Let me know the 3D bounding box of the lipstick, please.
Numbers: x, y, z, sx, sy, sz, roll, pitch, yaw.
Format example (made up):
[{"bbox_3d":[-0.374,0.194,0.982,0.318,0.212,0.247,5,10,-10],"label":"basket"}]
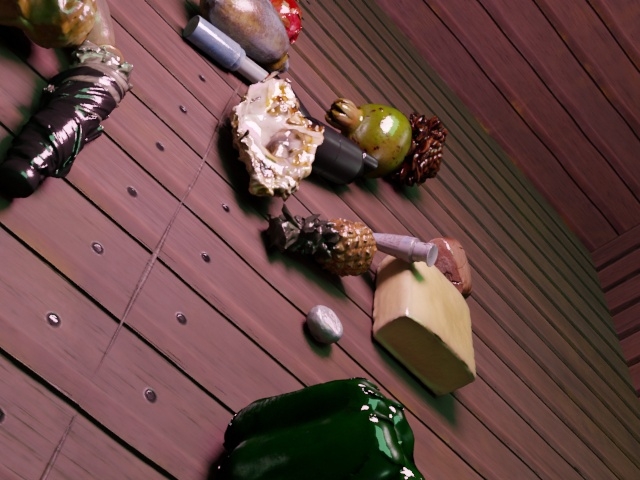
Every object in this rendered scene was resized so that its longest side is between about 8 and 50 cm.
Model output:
[{"bbox_3d":[-0.193,-0.418,1.819,0.274,0.061,0.068,32,22,-38],"label":"lipstick"}]

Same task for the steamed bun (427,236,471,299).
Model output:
[{"bbox_3d":[0.331,0.079,2.061,0.145,0.106,0.175,-4,75,-66],"label":"steamed bun"}]

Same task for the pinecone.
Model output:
[{"bbox_3d":[0.250,-0.260,2.226,0.221,0.221,0.221,39,29,-28],"label":"pinecone"}]

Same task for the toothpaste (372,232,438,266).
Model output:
[{"bbox_3d":[0.146,0.005,1.751,0.234,0.057,0.089,17,7,32],"label":"toothpaste"}]

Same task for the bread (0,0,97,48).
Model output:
[{"bbox_3d":[-0.476,-0.403,1.223,0.267,0.130,0.152,27,65,-34],"label":"bread"}]

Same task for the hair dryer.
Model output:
[{"bbox_3d":[-0.008,-0.270,1.923,0.244,0.116,0.302,23,32,-51],"label":"hair dryer"}]

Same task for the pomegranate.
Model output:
[{"bbox_3d":[0.126,-0.257,2.012,0.241,0.190,0.159,59,44,-53],"label":"pomegranate"}]

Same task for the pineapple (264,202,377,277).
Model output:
[{"bbox_3d":[-0.001,0.001,1.583,0.248,0.128,0.128,17,44,-44],"label":"pineapple"}]

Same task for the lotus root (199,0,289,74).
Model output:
[{"bbox_3d":[-0.157,-0.515,1.893,0.158,0.140,0.322,43,8,38],"label":"lotus root"}]

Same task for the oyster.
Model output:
[{"bbox_3d":[-0.108,-0.208,1.645,0.201,0.107,0.354,36,38,-14],"label":"oyster"}]

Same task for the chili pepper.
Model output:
[{"bbox_3d":[0.007,0.311,1.068,0.233,0.256,0.248,46,23,-45],"label":"chili pepper"}]

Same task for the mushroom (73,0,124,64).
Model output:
[{"bbox_3d":[-0.418,-0.395,1.380,0.247,0.096,0.108,63,9,12],"label":"mushroom"}]

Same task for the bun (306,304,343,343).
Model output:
[{"bbox_3d":[0.006,0.160,1.475,0.083,0.045,0.083,43,27,-29],"label":"bun"}]

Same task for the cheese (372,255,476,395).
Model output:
[{"bbox_3d":[0.231,0.173,1.753,0.242,0.124,0.265,47,27,-22],"label":"cheese"}]

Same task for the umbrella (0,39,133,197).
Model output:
[{"bbox_3d":[-0.391,-0.176,1.186,0.113,0.106,0.358,35,38,-16],"label":"umbrella"}]

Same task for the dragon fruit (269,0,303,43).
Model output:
[{"bbox_3d":[-0.117,-0.606,2.101,0.166,0.133,0.136,38,20,-9],"label":"dragon fruit"}]
